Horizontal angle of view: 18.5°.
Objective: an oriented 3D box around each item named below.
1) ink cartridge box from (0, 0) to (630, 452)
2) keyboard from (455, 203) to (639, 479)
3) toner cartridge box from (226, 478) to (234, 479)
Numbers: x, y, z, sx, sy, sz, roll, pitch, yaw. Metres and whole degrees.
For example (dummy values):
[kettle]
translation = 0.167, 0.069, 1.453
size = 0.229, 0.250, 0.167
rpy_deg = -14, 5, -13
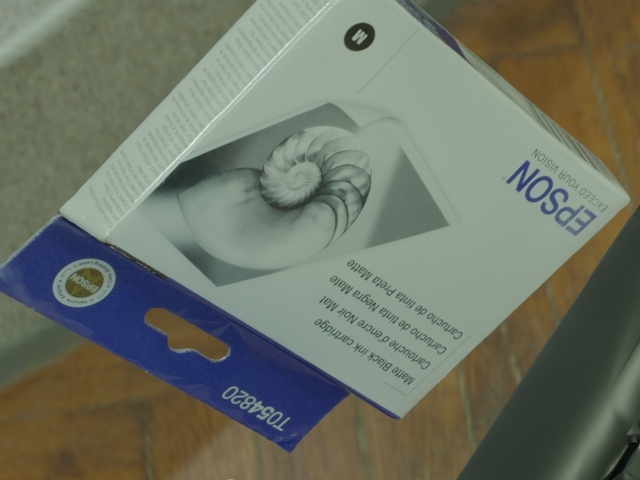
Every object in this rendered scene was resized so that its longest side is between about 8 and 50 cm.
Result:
[ink cartridge box]
translation = 0.000, 0.000, 0.907
size = 0.224, 0.223, 0.045
rpy_deg = -45, 43, 14
[keyboard]
translation = 0.154, 0.038, 0.382
size = 0.201, 0.033, 0.317
rpy_deg = 32, 60, 9
[toner cartridge box]
translation = 0.010, 0.206, 0.802
size = 0.165, 0.348, 0.075
rpy_deg = 32, 73, 8
